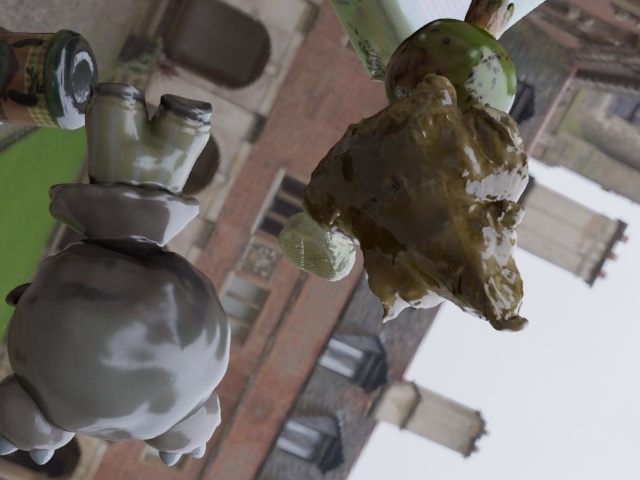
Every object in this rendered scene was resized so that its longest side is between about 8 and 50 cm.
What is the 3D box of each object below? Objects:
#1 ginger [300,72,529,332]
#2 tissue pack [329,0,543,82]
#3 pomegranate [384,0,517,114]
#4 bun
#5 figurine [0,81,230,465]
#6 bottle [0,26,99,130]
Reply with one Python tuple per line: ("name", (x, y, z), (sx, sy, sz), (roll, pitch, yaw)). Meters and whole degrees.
("ginger", (0.113, -0.019, 0.918), (0.219, 0.270, 0.123), (-50, 152, 11))
("tissue pack", (0.147, -0.487, 1.531), (0.331, 0.405, 0.205), (-39, -153, -15))
("pomegranate", (0.166, -0.210, 1.210), (0.205, 0.159, 0.159), (-60, -170, -10))
("bun", (0.000, 0.000, 1.377), (0.069, 0.115, 0.115), (-56, -176, -32))
("figurine", (-0.191, 0.036, 1.010), (0.203, 0.248, 0.381), (0, -97, 60))
("bottle", (-0.444, -0.210, 1.340), (0.156, 0.271, 0.143), (-75, 164, -49))
